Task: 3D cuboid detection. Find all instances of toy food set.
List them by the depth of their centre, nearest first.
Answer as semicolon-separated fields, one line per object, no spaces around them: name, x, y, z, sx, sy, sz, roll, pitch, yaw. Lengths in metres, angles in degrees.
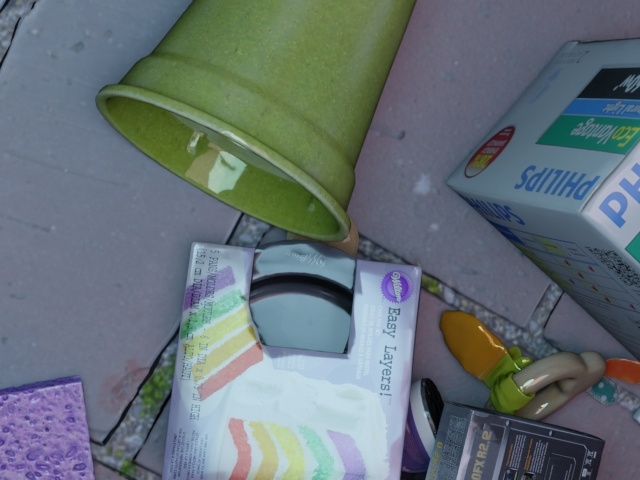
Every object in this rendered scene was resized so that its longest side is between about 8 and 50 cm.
toy food set;0.000;0.000;1.494;0.083;0.020;0.082;44;86;-14

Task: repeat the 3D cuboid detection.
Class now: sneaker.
sneaker;0.107;0.290;1.530;0.124;0.107;0.283;-18;105;14

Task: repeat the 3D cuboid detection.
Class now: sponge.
sponge;-0.295;0.254;1.453;0.117;0.031;0.210;-8;99;-12

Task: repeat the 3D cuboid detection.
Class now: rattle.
rattle;0.249;0.131;1.563;0.199;0.143;0.130;-20;134;-25

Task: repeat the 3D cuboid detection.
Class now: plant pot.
plant pot;-0.037;-0.175;1.360;0.276;0.276;0.254;32;78;-14

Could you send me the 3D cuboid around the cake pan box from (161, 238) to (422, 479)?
cake pan box;-0.026;0.135;1.428;0.245;0.070;0.267;8;82;1

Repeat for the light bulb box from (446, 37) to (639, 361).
light bulb box;0.375;-0.012;1.405;0.361;0.358;0.225;42;85;-15

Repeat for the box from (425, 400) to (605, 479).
box;0.189;0.299;1.453;0.183;0.056;0.231;15;87;-28

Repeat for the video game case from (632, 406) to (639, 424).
video game case;0.464;0.194;1.624;0.143;0.019;0.157;42;87;-14
